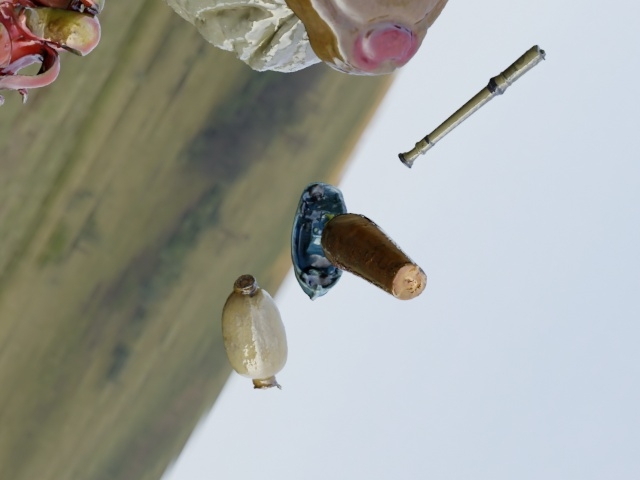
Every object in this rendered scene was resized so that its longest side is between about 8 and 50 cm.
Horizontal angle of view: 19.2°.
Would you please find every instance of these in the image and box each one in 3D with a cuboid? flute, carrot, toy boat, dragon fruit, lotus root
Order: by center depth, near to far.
[{"bbox_3d":[0.046,0.015,1.688,0.055,0.055,0.161,-59,-156,3],"label":"carrot"},{"bbox_3d":[0.000,0.000,1.925,0.061,0.060,0.137,114,-14,-58],"label":"toy boat"},{"bbox_3d":[-0.075,0.112,2.156,0.062,0.073,0.150,-123,-161,-65],"label":"lotus root"},{"bbox_3d":[-0.433,-0.250,2.305,0.243,0.307,0.227,-58,162,-25],"label":"dragon fruit"},{"bbox_3d":[0.188,-0.167,2.352,0.233,0.027,0.027,-39,-160,25],"label":"flute"}]

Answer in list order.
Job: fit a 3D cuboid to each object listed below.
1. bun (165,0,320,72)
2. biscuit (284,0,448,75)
[{"bbox_3d":[-0.021,-0.289,1.769,0.281,0.281,0.205,-57,-147,14],"label":"bun"},{"bbox_3d":[0.061,-0.334,1.642,0.074,0.359,0.381,9,-81,53],"label":"biscuit"}]
